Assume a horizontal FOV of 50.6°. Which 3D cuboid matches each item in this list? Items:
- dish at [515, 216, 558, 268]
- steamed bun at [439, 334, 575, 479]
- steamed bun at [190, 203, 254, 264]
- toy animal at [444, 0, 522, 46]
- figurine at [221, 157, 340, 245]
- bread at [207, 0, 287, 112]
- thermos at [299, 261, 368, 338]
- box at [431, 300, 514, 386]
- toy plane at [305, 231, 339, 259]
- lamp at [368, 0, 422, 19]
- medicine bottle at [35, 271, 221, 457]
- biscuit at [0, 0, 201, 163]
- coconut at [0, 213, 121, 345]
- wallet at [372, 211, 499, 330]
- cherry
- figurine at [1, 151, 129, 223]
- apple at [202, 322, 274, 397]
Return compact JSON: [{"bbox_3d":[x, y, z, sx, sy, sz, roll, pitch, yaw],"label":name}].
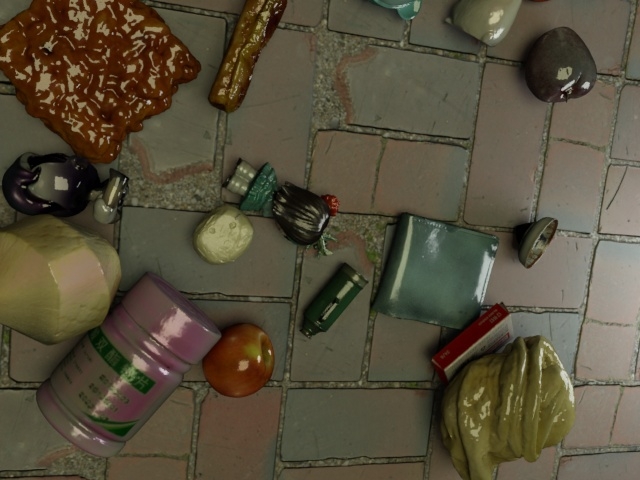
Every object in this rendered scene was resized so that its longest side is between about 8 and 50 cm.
[{"bbox_3d":[0.515,-0.009,1.676,0.141,0.078,0.141,-38,146,-31],"label":"dish"},{"bbox_3d":[0.462,0.415,1.627,0.372,0.230,0.325,-36,132,-12],"label":"steamed bun"},{"bbox_3d":[-0.206,-0.009,1.436,0.130,0.091,0.112,-46,105,-2],"label":"steamed bun"},{"bbox_3d":[0.405,-0.566,1.502,0.140,0.138,0.283,26,94,-16],"label":"toy animal"},{"bbox_3d":[-0.084,-0.090,1.456,0.245,0.110,0.138,32,86,-12],"label":"figurine"},{"bbox_3d":[-0.148,-0.390,1.366,0.077,0.139,0.271,24,90,-10],"label":"bread"},{"bbox_3d":[0.027,0.146,1.542,0.188,0.083,0.073,-51,132,-2],"label":"thermos"},{"bbox_3d":[0.380,0.258,1.661,0.229,0.050,0.123,-39,142,-8],"label":"box"},{"bbox_3d":[-0.001,0.000,1.534,0.080,0.033,0.083,-17,97,-13],"label":"toy plane"},{"bbox_3d":[0.135,-0.609,1.410,0.284,0.147,0.209,28,93,-19],"label":"lamp"},{"bbox_3d":[-0.382,0.247,1.363,0.212,0.212,0.325,44,86,-19],"label":"medicine bottle"},{"bbox_3d":[-0.434,-0.343,1.299,0.312,0.110,0.318,-44,109,-4],"label":"biscuit"},{"bbox_3d":[-0.516,0.073,1.263,0.259,0.259,0.260,-3,100,-17],"label":"coconut"},{"bbox_3d":[0.285,0.079,1.626,0.290,0.054,0.252,12,97,-21],"label":"wallet"},{"bbox_3d":[0.555,-0.404,1.585,0.176,0.140,0.176,5,74,-18],"label":"cherry"},{"bbox_3d":[-0.494,-0.094,1.309,0.222,0.145,0.146,18,94,-7],"label":"figurine"},{"bbox_3d":[-0.177,0.259,1.459,0.139,0.163,0.164,-16,106,14],"label":"apple"}]
